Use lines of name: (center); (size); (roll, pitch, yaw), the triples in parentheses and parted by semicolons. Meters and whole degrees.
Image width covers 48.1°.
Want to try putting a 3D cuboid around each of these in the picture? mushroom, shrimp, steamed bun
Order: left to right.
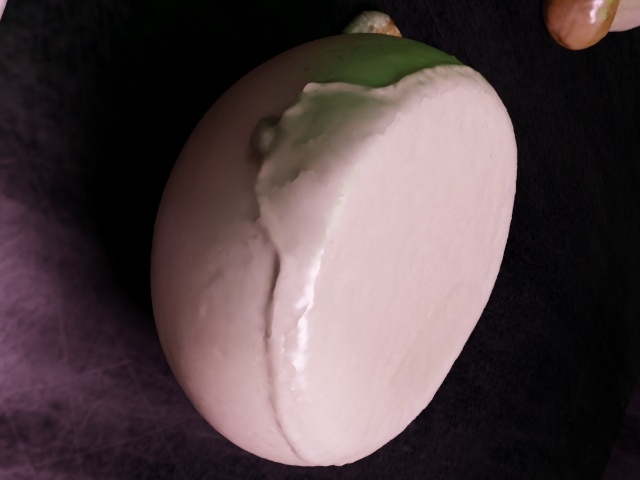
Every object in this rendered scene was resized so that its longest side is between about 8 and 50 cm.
steamed bun: (0.000, 0.000, 0.490); (0.283, 0.177, 0.283); (-29, 130, -42)
shrimp: (0.053, -0.126, 0.643); (0.091, 0.034, 0.161); (-47, 133, -14)
mushroom: (0.412, -0.349, 0.963); (0.350, 0.128, 0.128); (-32, 129, -38)

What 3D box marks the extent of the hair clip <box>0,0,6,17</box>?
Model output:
hair clip: (-0.218, 0.016, 0.269); (0.101, 0.085, 0.331); (27, 77, -75)
